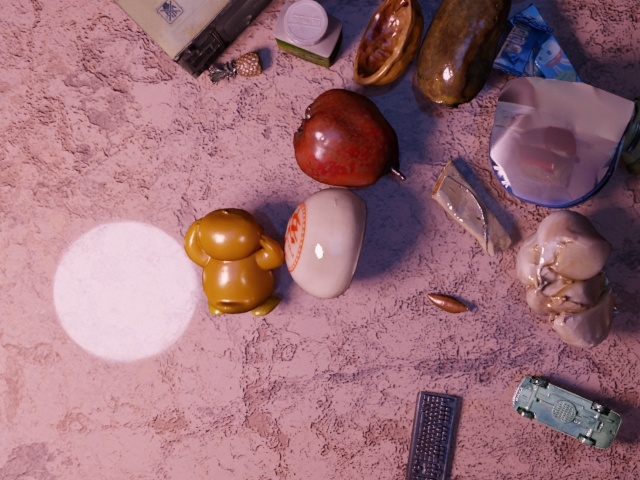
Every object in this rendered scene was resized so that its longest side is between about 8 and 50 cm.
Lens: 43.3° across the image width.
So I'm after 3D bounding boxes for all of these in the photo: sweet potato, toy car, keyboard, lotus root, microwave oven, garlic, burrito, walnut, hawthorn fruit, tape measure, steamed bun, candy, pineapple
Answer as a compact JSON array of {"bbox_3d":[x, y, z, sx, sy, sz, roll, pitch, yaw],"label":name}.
[{"bbox_3d":[0.274,0.136,1.748,0.095,0.034,0.034,21,92,12],"label":"sweet potato"},{"bbox_3d":[0.521,0.362,1.724,0.224,0.076,0.090,23,94,9],"label":"toy car"},{"bbox_3d":[0.242,0.446,1.762,0.094,0.025,0.230,8,92,4],"label":"keyboard"},{"bbox_3d":[0.290,-0.409,1.664,0.152,0.160,0.274,21,93,11],"label":"lotus root"},{"bbox_3d":[-0.240,-0.584,1.636,0.394,0.247,0.333,-45,91,3],"label":"microwave oven"},{"bbox_3d":[0.492,0.078,1.664,0.203,0.185,0.280,-21,114,-40],"label":"garlic"},{"bbox_3d":[0.319,-0.061,1.725,0.087,0.060,0.226,-41,89,-3],"label":"burrito"},{"bbox_3d":[0.154,-0.409,1.692,0.087,0.167,0.211,20,104,-32],"label":"walnut"},{"bbox_3d":[0.067,-0.190,1.662,0.248,0.208,0.208,31,93,-9],"label":"hawthorn fruit"},{"bbox_3d":[0.481,-0.194,1.643,0.259,0.138,0.261,18,104,23],"label":"tape measure"},{"bbox_3d":[0.000,0.000,1.649,0.145,0.232,0.231,14,92,-8],"label":"steamed bun"},{"bbox_3d":[0.419,-0.397,1.665,0.088,0.038,0.136,25,76,-1],"label":"candy"},{"bbox_3d":[-0.188,-0.370,1.737,0.125,0.058,0.058,-12,91,3],"label":"pineapple"}]

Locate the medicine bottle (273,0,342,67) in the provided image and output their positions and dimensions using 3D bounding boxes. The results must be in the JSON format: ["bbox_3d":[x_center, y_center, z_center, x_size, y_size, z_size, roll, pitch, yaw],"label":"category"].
[{"bbox_3d":[-0.025,-0.429,1.662,0.132,0.188,0.088,23,92,2],"label":"medicine bottle"}]

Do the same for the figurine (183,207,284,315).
[{"bbox_3d":[-0.176,0.047,1.675,0.215,0.215,0.228,-1,92,2],"label":"figurine"}]

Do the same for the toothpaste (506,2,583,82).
[{"bbox_3d":[0.492,-0.372,1.715,0.065,0.050,0.266,-32,90,4],"label":"toothpaste"}]

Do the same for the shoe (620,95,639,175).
[{"bbox_3d":[0.710,-0.255,1.665,0.128,0.140,0.262,34,99,-9],"label":"shoe"}]
